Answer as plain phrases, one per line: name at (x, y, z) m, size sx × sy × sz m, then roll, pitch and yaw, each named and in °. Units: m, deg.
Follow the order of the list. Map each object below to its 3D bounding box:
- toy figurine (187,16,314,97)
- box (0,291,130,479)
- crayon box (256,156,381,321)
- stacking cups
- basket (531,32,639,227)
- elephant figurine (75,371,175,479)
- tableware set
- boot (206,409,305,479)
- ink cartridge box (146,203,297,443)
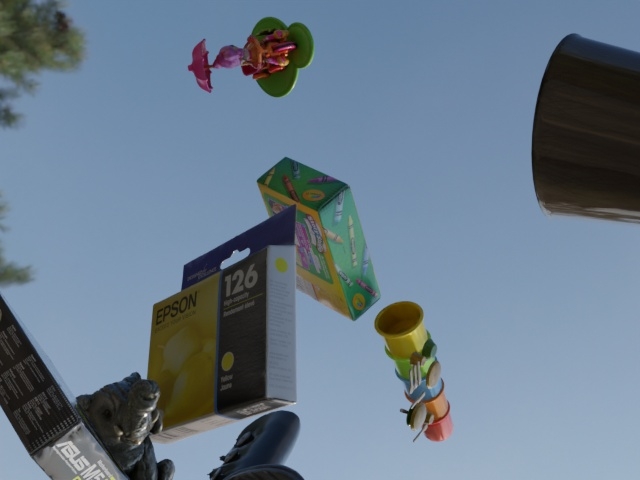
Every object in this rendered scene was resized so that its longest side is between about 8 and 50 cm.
toy figurine at (-0.120, -0.279, 1.435) m, size 0.173 × 0.159 × 0.130 m, roll -7°, pitch -82°, yaw 52°
box at (-0.308, 0.175, 1.021) m, size 0.270 × 0.060 × 0.216 m, roll 43°, pitch -21°, yaw 36°
crayon box at (0.000, 0.000, 1.671) m, size 0.165 × 0.081 × 0.278 m, roll 28°, pitch -33°, yaw 40°
stacking cups at (0.192, 0.263, 1.758) m, size 0.096 × 0.096 × 0.316 m, roll 7°, pitch -48°, yaw 39°
basket at (0.336, -0.084, 0.873) m, size 0.226 × 0.154 × 0.204 m, roll 17°, pitch -39°, yaw 33°
elephant figurine at (-0.283, 0.261, 1.306) m, size 0.186 × 0.169 × 0.239 m, roll 5°, pitch -69°, yaw 11°
tableware set at (0.162, 0.238, 1.490) m, size 0.024 × 0.104 × 0.154 m, roll 13°, pitch -55°, yaw 33°
boot at (-0.116, 0.474, 1.876) m, size 0.367 × 0.445 × 0.146 m, roll -34°, pitch -89°, yaw 21°
ink cartridge box at (-0.153, 0.124, 1.391) m, size 0.303 × 0.072 × 0.307 m, roll -27°, pitch -124°, yaw 42°
